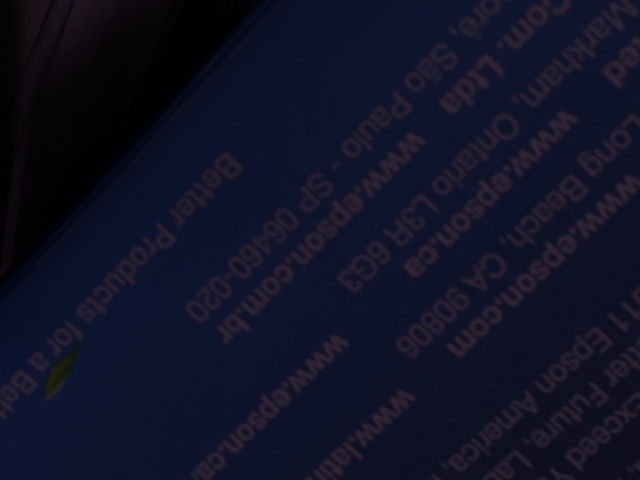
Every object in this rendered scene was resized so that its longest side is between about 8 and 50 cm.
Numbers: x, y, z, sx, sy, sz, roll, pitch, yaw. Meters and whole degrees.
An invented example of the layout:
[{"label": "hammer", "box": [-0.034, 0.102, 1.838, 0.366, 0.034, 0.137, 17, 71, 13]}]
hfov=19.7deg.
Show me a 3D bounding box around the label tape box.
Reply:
[{"label": "label tape box", "box": [0.111, 0.064, 0.370, 0.240, 0.333, 0.106, -45, -174, 20]}]
